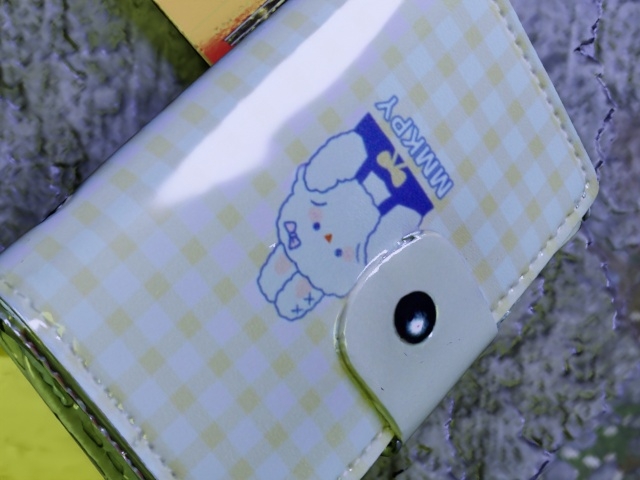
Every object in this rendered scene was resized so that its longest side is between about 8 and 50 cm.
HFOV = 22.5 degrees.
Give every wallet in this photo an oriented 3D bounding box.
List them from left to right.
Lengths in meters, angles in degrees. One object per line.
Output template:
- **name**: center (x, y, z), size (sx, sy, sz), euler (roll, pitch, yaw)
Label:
- **wallet**: center (0.000, 0.000, 0.802), size (0.309, 0.077, 0.223), euler (-43, 110, -21)

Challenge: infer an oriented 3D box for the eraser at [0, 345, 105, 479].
- **eraser**: center (-0.153, 0.091, 0.842), size (0.226, 0.069, 0.158), euler (-1, 101, -9)

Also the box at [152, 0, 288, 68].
- **box**: center (-0.032, -0.128, 0.849), size (0.090, 0.023, 0.133), euler (-40, 102, 1)
